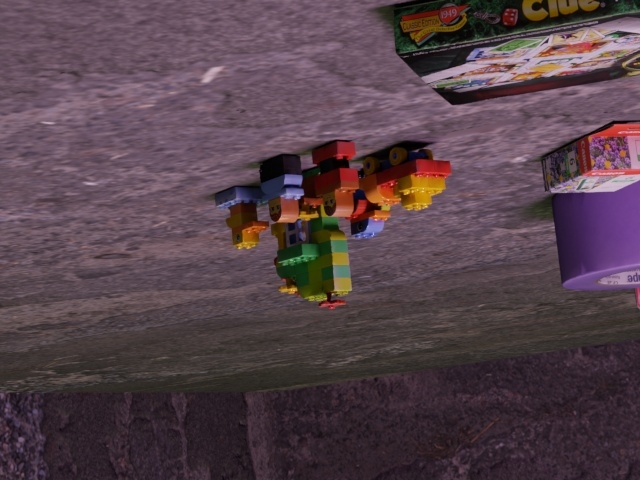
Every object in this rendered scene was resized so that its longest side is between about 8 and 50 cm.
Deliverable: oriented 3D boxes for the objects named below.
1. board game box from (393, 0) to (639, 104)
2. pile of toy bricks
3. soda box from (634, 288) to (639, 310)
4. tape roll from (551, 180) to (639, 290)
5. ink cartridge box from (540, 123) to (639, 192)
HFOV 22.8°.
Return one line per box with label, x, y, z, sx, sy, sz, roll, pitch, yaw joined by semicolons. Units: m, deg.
board game box;0.178;-0.115;0.823;0.259;0.030;0.136;-8;169;15
pile of toy bricks;0.000;0.000;1.176;0.118;0.105;0.212;1;169;-35
soda box;0.446;0.015;1.595;0.263;0.092;0.083;-9;171;16
tape roll;0.301;-0.009;1.398;0.189;0.080;0.189;-5;172;-1
ink cartridge box;0.217;-0.060;1.179;0.063;0.029;0.115;-2;171;-19
